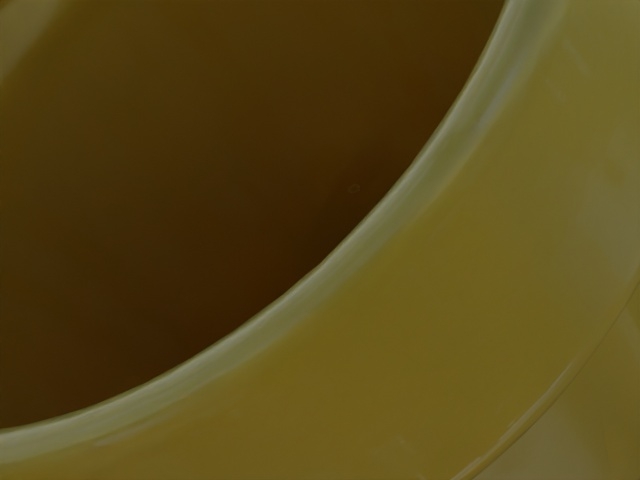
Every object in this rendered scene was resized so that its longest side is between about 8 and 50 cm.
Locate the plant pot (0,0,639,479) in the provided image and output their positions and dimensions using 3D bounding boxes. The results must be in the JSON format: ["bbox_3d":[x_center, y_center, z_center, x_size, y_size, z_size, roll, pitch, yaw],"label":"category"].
[{"bbox_3d":[0.000,0.000,0.538,0.254,0.239,0.254,-17,51,23],"label":"plant pot"}]
